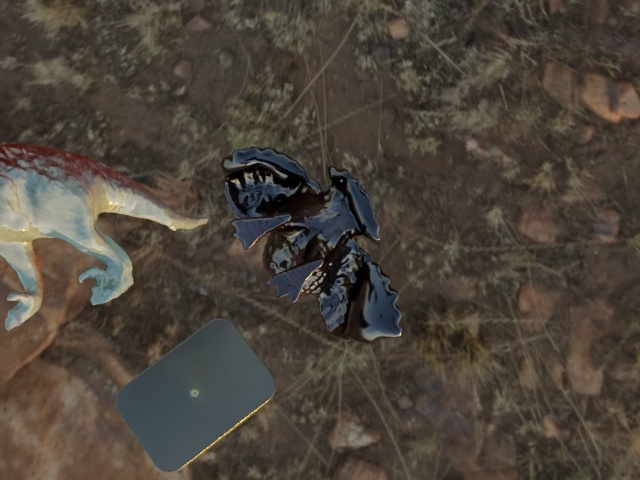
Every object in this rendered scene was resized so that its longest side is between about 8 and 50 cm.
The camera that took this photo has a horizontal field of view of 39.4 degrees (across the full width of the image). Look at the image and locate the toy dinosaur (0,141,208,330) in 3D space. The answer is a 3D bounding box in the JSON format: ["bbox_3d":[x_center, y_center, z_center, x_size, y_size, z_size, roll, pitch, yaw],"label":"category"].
[{"bbox_3d":[-0.172,-0.029,0.572,0.242,0.053,0.167,-16,108,-37],"label":"toy dinosaur"}]

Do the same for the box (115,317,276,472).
[{"bbox_3d":[-0.108,0.137,0.788,0.126,0.031,0.091,-38,75,-9],"label":"box"}]

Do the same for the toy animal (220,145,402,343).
[{"bbox_3d":[-0.001,0.002,0.822,0.116,0.179,0.218,-42,87,-1],"label":"toy animal"}]
